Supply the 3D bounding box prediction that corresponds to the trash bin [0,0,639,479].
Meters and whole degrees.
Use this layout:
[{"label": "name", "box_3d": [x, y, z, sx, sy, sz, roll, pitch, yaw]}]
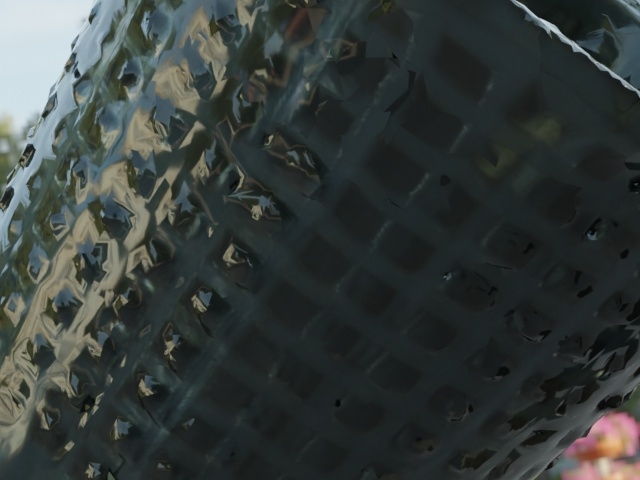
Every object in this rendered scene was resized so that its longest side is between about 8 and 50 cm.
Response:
[{"label": "trash bin", "box_3d": [0.000, 0.000, 0.404, 0.161, 0.175, 0.175, -52, -23, 15]}]
